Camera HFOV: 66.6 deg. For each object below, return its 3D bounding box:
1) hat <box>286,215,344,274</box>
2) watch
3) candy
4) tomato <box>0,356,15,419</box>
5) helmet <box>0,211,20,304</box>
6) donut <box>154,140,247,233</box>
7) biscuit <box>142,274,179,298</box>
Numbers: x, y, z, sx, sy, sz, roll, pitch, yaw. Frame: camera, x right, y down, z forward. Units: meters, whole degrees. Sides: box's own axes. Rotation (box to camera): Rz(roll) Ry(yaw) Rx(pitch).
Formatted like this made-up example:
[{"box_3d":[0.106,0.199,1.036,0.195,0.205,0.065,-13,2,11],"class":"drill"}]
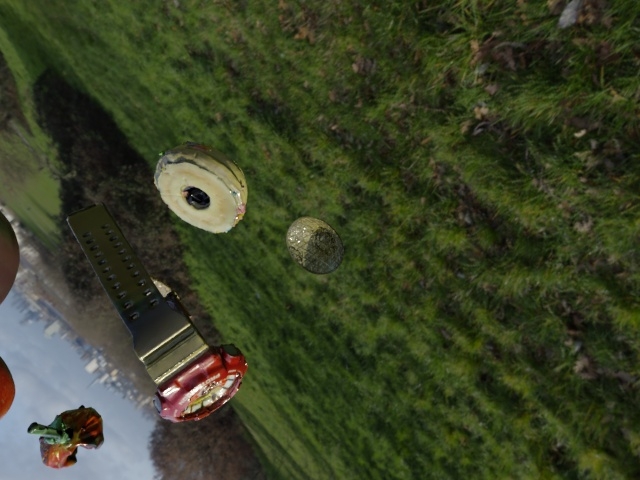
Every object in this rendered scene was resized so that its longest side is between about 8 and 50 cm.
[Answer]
[{"box_3d":[0.000,0.000,1.116,0.146,0.067,0.145,13,120,24],"class":"hat"},{"box_3d":[-0.190,0.080,0.562,0.268,0.102,0.164,44,162,35],"class":"watch"},{"box_3d":[-0.199,0.147,0.371,0.049,0.055,0.184,32,151,-2],"class":"candy"},{"box_3d":[-0.504,0.240,0.703,0.082,0.174,0.166,6,129,-6],"class":"tomato"},{"box_3d":[-0.535,0.049,0.609,0.271,0.338,0.197,48,-170,11],"class":"helmet"},{"box_3d":[-0.198,-0.093,0.829,0.175,0.068,0.174,15,139,14],"class":"donut"},{"box_3d":[-0.292,0.090,0.824,0.120,0.015,0.120,11,141,10],"class":"biscuit"}]
